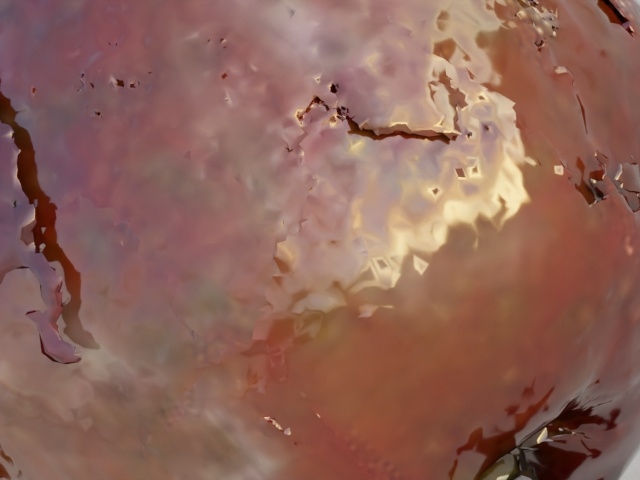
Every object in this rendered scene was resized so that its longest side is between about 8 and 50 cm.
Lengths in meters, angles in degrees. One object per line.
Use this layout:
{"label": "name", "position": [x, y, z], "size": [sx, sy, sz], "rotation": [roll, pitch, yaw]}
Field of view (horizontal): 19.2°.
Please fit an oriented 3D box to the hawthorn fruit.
{"label": "hawthorn fruit", "position": [-0.008, -0.011, 0.670], "size": [0.316, 0.316, 0.316], "rotation": [-26, 33, 18]}
